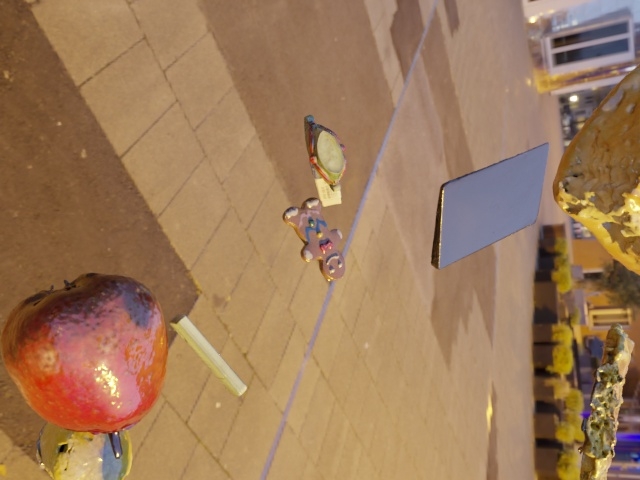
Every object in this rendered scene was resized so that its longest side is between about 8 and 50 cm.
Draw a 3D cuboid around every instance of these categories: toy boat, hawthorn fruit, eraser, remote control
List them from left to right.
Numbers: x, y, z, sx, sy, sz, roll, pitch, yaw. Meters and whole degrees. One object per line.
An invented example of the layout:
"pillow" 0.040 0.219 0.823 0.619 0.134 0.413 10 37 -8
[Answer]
"hawthorn fruit" -0.416 0.238 1.085 0.284 0.284 0.369 -32 118 -64
"remote control" -0.258 0.263 1.351 0.038 0.098 0.233 -43 101 -23
"eraser" 0.013 -0.178 1.489 0.210 0.068 0.125 72 7 -74
"toy boat" 0.012 -0.194 1.312 0.185 0.089 0.071 68 -14 -13

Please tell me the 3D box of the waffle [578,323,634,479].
"waffle" 0.550 0.328 1.133 0.312 0.060 0.307 -57 142 -35

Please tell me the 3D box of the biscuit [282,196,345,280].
"biscuit" 0.001 0.000 1.380 0.138 0.031 0.205 -29 94 -42

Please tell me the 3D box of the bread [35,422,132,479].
"bread" -0.530 0.473 1.325 0.197 0.170 0.197 5 83 -48

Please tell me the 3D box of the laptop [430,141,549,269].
"laptop" 0.230 -0.049 0.794 0.197 0.016 0.135 -22 129 -25

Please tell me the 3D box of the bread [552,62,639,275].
"bread" 0.318 -0.033 0.473 0.245 0.174 0.121 32 15 -20
